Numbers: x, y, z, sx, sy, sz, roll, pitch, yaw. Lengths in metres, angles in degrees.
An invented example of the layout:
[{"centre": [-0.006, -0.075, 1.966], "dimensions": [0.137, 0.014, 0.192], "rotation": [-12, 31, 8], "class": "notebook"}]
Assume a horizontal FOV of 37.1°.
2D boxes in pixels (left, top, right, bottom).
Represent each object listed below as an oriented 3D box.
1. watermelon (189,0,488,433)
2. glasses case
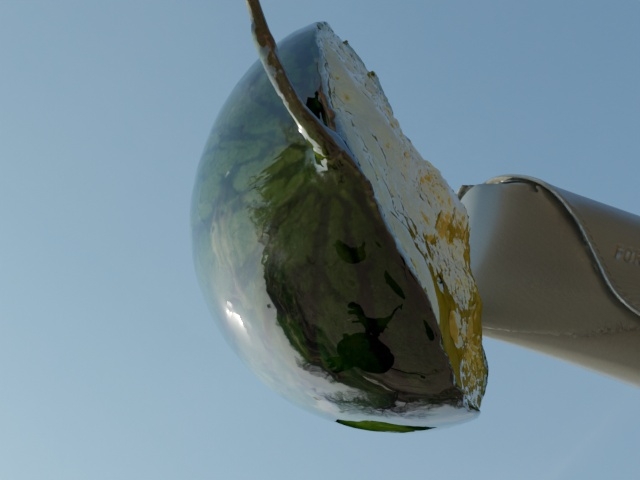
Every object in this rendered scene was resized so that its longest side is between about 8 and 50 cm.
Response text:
[{"centre": [0.003, 0.003, 0.470], "dimensions": [0.127, 0.232, 0.204], "rotation": [-22, -101, 16], "class": "watermelon"}, {"centre": [0.229, 0.046, 0.664], "dimensions": [0.308, 0.128, 0.083], "rotation": [20, -39, 9], "class": "glasses case"}]
